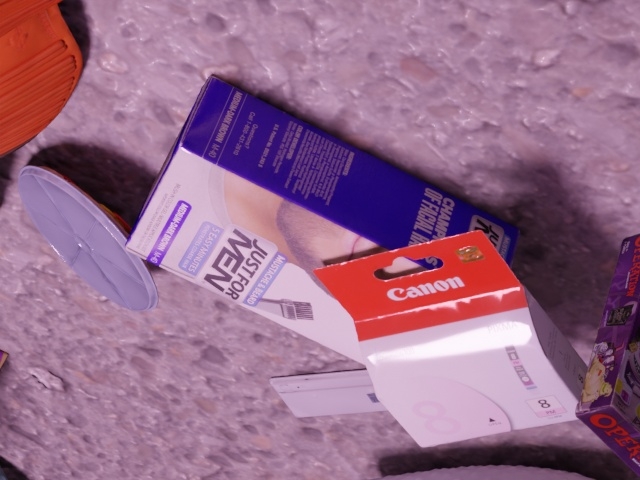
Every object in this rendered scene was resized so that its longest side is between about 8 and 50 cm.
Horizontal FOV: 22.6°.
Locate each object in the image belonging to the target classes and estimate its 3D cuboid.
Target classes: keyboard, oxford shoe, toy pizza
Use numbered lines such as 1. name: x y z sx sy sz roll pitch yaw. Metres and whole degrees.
1. keyboard: 0.064 0.170 1.815 0.256 0.014 0.072 -8 139 31
2. oxford shoe: -0.307 -0.201 1.481 0.132 0.130 0.363 49 153 17
3. toy pizza: -0.238 -0.006 1.680 0.201 0.032 0.201 36 155 19

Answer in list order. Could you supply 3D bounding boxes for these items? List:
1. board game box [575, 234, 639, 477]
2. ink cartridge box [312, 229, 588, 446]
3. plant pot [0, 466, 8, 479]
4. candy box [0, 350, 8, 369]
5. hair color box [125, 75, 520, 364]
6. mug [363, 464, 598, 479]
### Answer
1. board game box: 0.380 0.176 1.523 0.056 0.208 0.347 -23 125 40
2. ink cartridge box: 0.122 0.100 1.503 0.189 0.066 0.232 -15 137 31
3. plant pot: -0.600 0.424 2.184 0.341 0.341 0.334 37 130 -20
4. candy box: -0.489 0.147 1.952 0.187 0.109 0.053 29 140 -10
5. hair color box: 0.000 0.000 1.564 0.339 0.110 0.185 25 140 -8
6. mug: 0.219 0.397 1.845 0.328 0.276 0.374 -13 162 25
